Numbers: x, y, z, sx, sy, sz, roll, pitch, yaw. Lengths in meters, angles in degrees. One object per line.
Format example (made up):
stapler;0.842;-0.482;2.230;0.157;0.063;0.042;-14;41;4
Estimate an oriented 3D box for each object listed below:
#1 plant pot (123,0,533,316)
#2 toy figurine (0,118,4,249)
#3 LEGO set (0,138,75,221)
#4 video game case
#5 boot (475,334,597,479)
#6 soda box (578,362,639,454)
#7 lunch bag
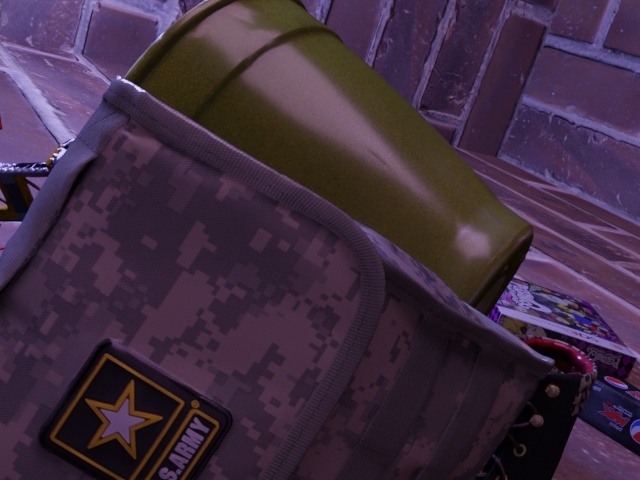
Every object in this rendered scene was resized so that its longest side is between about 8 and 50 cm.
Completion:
plant pot;0.005;-0.009;0.840;0.353;0.366;0.366;37;20;16
toy figurine;-0.473;-0.054;0.673;0.363;0.191;0.217;21;20;9
LEGO set;-0.262;-0.019;0.504;0.255;0.192;0.331;7;42;21
video game case;0.345;0.119;1.270;0.210;0.041;0.232;19;15;-4
boot;0.108;0.162;0.583;0.085;0.178;0.236;28;17;32
soda box;0.363;0.205;0.969;0.060;0.053;0.169;3;22;-46
lunch bag;-0.050;0.085;0.424;0.287;0.235;0.169;30;3;-42
